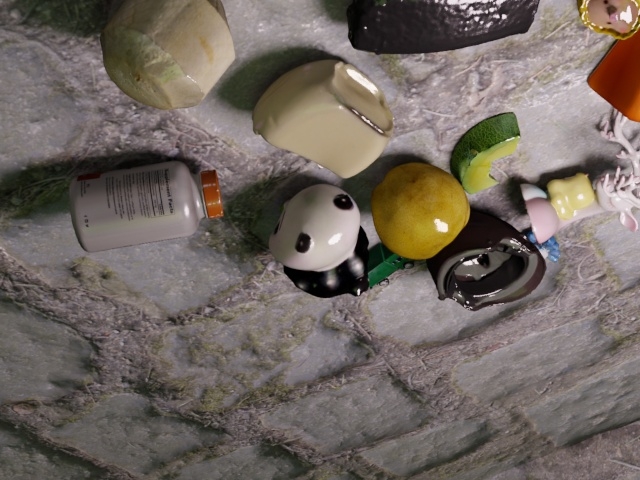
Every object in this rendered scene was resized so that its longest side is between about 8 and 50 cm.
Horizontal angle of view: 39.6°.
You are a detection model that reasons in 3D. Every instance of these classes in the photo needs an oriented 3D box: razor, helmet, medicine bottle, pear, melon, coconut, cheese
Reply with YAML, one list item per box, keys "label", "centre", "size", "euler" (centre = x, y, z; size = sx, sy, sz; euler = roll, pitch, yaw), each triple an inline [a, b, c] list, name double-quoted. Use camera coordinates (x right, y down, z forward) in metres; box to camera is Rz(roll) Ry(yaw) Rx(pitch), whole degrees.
- label: "razor"
  centre: [0.212, -0.412, 1.539]
  size: [0.326, 0.107, 0.189]
  euler: [-6, 144, -8]
- label: "helmet"
  centre: [0.374, 0.034, 2.105]
  size: [0.305, 0.177, 0.225]
  euler: [15, 127, -39]
- label: "medicine bottle"
  centre: [-0.343, -0.073, 1.779]
  size: [0.288, 0.157, 0.157]
  euler: [-9, 143, -4]
- label: "pear"
  centre: [0.206, -0.068, 1.911]
  size: [0.209, 0.209, 0.209]
  euler: [-8, 143, -6]
- label: "melon"
  centre: [0.353, -0.179, 1.921]
  size: [0.118, 0.064, 0.209]
  euler: [-9, 146, -13]
- label: "coconut"
  centre: [-0.239, -0.329, 1.447]
  size: [0.202, 0.222, 0.202]
  euler: [25, 157, 11]
- label: "cheese"
  centre: [0.004, -0.224, 1.710]
  size: [0.233, 0.127, 0.266]
  euler: [-34, 135, 31]

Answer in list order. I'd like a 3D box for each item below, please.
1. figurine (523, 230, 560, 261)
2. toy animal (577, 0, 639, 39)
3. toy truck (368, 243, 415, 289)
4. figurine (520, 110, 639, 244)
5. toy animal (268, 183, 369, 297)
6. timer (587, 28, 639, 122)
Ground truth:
- label: "figurine"
  centre: [0.543, 0.010, 2.199]
  size: [0.114, 0.079, 0.114]
  euler: [31, 160, 13]
- label: "toy animal"
  centre: [0.571, -0.449, 1.570]
  size: [0.229, 0.156, 0.156]
  euler: [-9, 146, 21]
- label: "toy truck"
  centre: [0.159, 0.054, 2.161]
  size: [0.079, 0.065, 0.147]
  euler: [27, 130, -35]
- label: "figurine"
  centre: [0.604, -0.113, 1.960]
  size: [0.315, 0.206, 0.284]
  euler: [-20, 143, 13]
- label: "toy animal"
  centre: [-0.006, -0.005, 1.937]
  size: [0.212, 0.212, 0.267]
  euler: [-16, 139, 5]
- label: "timer"
  centre: [0.715, -0.357, 1.758]
  size: [0.257, 0.161, 0.250]
  euler: [6, 124, -23]
